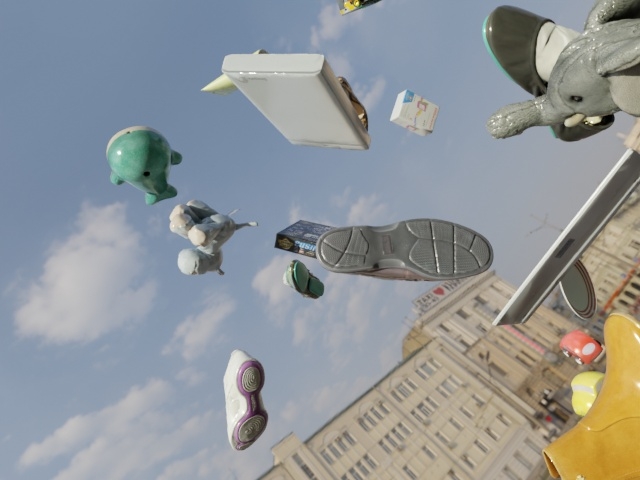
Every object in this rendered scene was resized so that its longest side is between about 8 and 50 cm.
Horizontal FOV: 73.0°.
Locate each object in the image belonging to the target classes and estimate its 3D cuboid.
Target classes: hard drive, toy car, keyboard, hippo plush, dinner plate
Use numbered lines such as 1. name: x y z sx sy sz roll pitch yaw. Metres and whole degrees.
1. hard drive: -0.037 -0.311 1.020 0.353 0.233 0.047 34 -111 -65
2. toy car: 0.591 0.224 0.865 0.225 0.053 0.239 -39 9 33
3. keyboard: 0.303 0.009 0.531 0.072 0.014 0.256 9 -61 -34
4. hippo plush: -0.440 -0.001 1.617 0.294 0.234 0.236 -18 -44 -50
5. dinner plate: 0.516 0.092 0.877 0.141 0.141 0.017 -20 -4 -39

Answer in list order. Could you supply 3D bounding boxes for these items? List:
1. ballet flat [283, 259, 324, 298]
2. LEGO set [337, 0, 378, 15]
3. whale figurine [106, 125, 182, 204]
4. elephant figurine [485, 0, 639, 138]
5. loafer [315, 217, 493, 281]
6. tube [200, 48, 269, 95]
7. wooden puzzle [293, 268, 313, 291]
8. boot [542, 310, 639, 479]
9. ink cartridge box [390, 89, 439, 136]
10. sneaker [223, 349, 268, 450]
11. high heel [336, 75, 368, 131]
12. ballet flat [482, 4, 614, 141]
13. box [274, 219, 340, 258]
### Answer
1. ballet flat: -0.051 0.095 1.003 0.070 0.070 0.188 -48 -32 -7
2. LEGO set: 0.123 -0.579 0.824 0.331 0.255 0.192 -47 -59 -41
3. whale figurine: -0.507 -0.199 1.279 0.216 0.141 0.272 -22 -38 -14
4. elephant figurine: 0.333 -0.187 0.456 0.169 0.240 0.185 -86 1 -73
5. loafer: 0.145 0.023 0.779 0.095 0.303 0.109 79 -167 -73
6. tube: -0.241 -0.475 1.258 0.070 0.240 0.062 44 -131 -33
7. wooden puzzle: -0.055 0.133 1.389 0.083 0.049 0.006 -38 -3 -11
8. boot: 0.437 0.278 0.661 0.211 0.295 0.104 -19 -7 -2
9. ink cartridge box: 0.279 -0.372 1.271 0.123 0.052 0.088 20 -97 -20
10. sneaker: -0.229 0.472 1.298 0.114 0.152 0.305 0 -79 -31
11. high heel: 0.121 -0.526 1.721 0.093 0.186 0.261 -27 -72 15
12. ballet flat: 0.346 -0.242 0.621 0.280 0.096 0.095 27 -100 -35
13. box: 0.000 0.000 1.788 0.293 0.296 0.073 -40 -38 -70
